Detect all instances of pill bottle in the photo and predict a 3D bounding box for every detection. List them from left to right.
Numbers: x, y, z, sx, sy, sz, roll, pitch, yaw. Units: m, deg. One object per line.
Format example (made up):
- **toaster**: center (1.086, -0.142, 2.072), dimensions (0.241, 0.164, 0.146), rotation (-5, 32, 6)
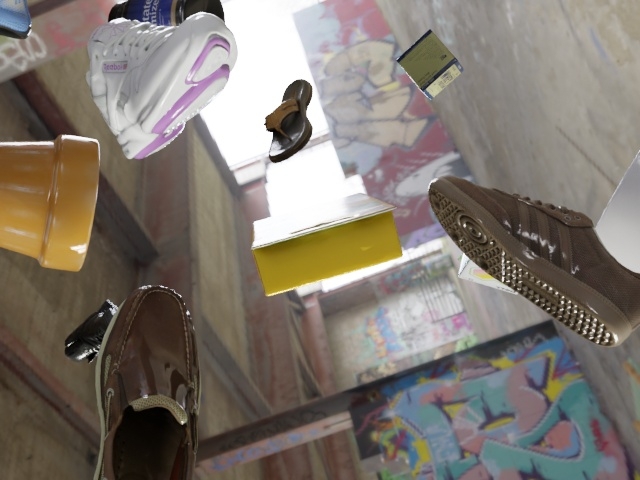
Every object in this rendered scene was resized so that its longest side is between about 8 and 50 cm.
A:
- **pill bottle**: center (-0.298, -0.416, 1.357), dimensions (0.122, 0.219, 0.123), rotation (-15, -72, -54)

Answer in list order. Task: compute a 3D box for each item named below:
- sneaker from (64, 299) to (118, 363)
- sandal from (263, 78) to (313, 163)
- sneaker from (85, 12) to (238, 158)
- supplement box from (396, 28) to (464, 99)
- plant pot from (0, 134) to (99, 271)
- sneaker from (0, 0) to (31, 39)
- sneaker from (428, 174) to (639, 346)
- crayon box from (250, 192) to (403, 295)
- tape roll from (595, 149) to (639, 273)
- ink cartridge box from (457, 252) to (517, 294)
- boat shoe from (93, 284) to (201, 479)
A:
- **sneaker**: center (-0.288, 0.126, 0.911), dimensions (0.051, 0.089, 0.170), rotation (47, 169, -19)
- **sandal**: center (-0.057, -0.208, 1.180), dimensions (0.060, 0.090, 0.219), rotation (39, -141, -31)
- **sneaker**: center (-0.197, -0.187, 0.783), dimensions (0.152, 0.114, 0.305), rotation (55, 150, -10)
- **supplement box**: center (0.200, -0.319, 1.293), dimensions (0.083, 0.083, 0.056), rotation (54, -164, 18)
- **plant pot**: center (-0.443, -0.065, 1.053), dimensions (0.205, 0.187, 0.205), rotation (-30, 56, 60)
- **sneaker**: center (-0.465, -0.217, 0.765), dimensions (0.129, 0.330, 0.147), rotation (18, 132, 52)
- **sneaker**: center (0.170, 0.001, 0.552), dimensions (0.188, 0.071, 0.066), rotation (42, 162, 23)
- **crayon box**: center (0.000, 0.000, 1.079), dimensions (0.323, 0.203, 0.083), rotation (-125, 20, -82)
- **tape roll**: center (0.456, -0.038, 0.857), dimensions (0.169, 0.246, 0.246), rotation (32, 169, 23)
- **ink cartridge box**: center (0.303, 0.036, 1.214), dimensions (0.209, 0.109, 0.062), rotation (100, -173, -67)
- **boat shoe**: center (-0.134, 0.145, 0.585), dimensions (0.095, 0.095, 0.258), rotation (-45, 40, 48)
